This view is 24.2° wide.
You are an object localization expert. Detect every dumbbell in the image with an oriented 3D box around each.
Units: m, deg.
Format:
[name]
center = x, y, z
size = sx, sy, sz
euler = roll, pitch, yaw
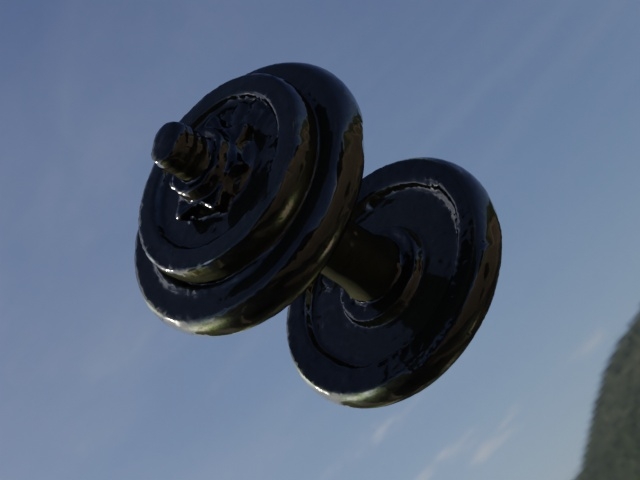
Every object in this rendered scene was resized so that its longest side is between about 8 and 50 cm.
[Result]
[dumbbell]
center = 0.000, 0.000, 0.992
size = 0.290, 0.192, 0.192
euler = 32, -76, -38
